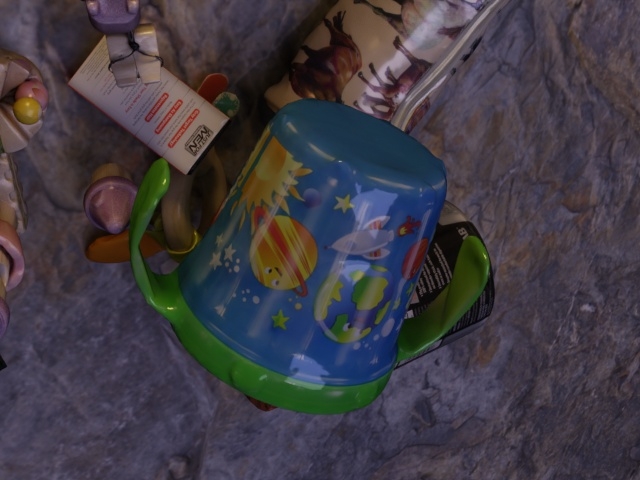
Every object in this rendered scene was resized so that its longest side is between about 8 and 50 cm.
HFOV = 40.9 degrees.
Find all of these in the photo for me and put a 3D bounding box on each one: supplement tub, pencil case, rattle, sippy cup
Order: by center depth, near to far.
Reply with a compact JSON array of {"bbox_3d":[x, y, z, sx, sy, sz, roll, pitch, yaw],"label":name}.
[{"bbox_3d":[0.000,0.000,0.792,0.305,0.240,0.224,-13,134,-52],"label":"sippy cup"},{"bbox_3d":[-0.167,-0.076,0.925,0.130,0.142,0.200,-9,100,-57],"label":"rattle"},{"bbox_3d":[0.115,-0.247,0.927,0.410,0.183,0.160,-52,134,2],"label":"pencil case"},{"bbox_3d":[0.040,0.077,1.055,0.316,0.193,0.193,-20,126,-25],"label":"supplement tub"}]

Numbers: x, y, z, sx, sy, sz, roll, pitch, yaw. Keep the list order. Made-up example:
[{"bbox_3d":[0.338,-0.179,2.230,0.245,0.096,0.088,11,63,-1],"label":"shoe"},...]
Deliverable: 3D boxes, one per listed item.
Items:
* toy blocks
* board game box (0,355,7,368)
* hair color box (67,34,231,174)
[{"bbox_3d":[-0.263,-0.065,0.646,0.309,0.260,0.288,-8,122,-11],"label":"toy blocks"},{"bbox_3d":[-0.359,0.141,0.779,0.136,0.259,0.030,-28,91,-19],"label":"board game box"},{"bbox_3d":[-0.163,-0.132,0.829,0.141,0.043,0.072,38,91,-4],"label":"hair color box"}]
